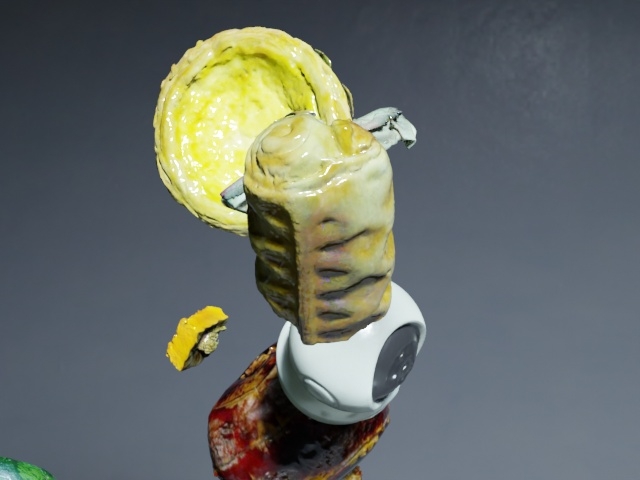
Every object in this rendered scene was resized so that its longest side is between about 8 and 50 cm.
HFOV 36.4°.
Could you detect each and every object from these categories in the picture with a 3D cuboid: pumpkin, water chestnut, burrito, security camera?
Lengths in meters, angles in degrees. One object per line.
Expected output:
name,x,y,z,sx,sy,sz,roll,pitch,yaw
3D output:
pumpkin,-0.169,0.139,1.364,0.054,0.074,0.083,32,25,16
water chestnut,-0.019,0.328,1.709,0.350,0.302,0.350,-36,9,6
burrito,0.001,-0.110,1.363,0.309,0.066,0.096,-28,33,-23
security camera,0.041,0.140,1.328,0.194,0.195,0.236,-2,-23,-11

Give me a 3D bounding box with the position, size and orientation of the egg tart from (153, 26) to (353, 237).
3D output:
egg tart,-0.103,-0.173,1.573,0.345,0.345,0.132,1,-3,13

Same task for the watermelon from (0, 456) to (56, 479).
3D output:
watermelon,-0.552,0.506,1.535,0.222,0.292,0.319,26,-9,42

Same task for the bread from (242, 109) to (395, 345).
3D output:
bread,0.000,0.000,0.830,0.128,0.232,0.088,-1,44,4
